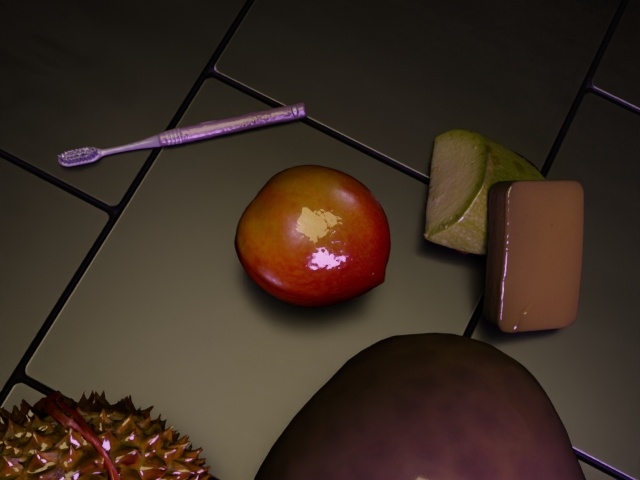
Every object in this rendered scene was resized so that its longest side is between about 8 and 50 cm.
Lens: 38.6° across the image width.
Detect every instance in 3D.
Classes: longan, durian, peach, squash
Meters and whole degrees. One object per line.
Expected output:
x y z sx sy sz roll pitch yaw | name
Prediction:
0.106 0.290 1.010 0.404 0.336 0.405 -16 44 16 | longan
-0.296 0.328 0.984 0.384 0.347 0.348 -26 76 1 | durian
0.000 0.000 1.166 0.197 0.197 0.197 1 73 -3 | peach
0.243 -0.077 1.240 0.184 0.085 0.192 10 61 -3 | squash

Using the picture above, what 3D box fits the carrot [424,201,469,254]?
0.180 -0.020 1.263 0.032 0.032 0.093 -34 75 -13 | carrot

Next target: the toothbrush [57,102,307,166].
-0.191 -0.149 1.278 0.353 0.029 0.024 -13 87 -8 | toothbrush

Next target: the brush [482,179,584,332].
0.278 0.018 1.197 0.123 0.059 0.197 -1 98 -21 | brush
